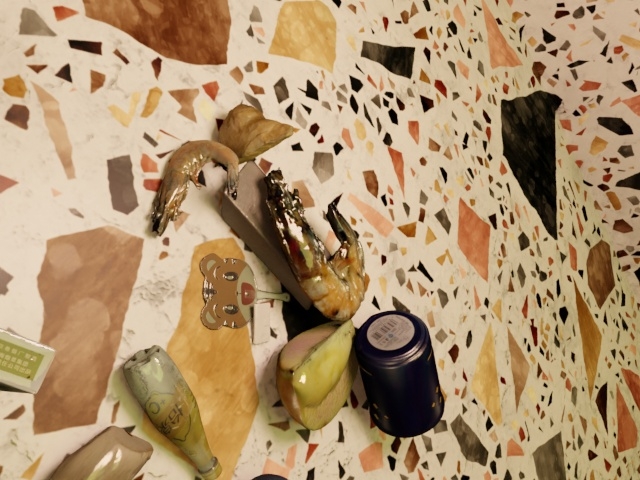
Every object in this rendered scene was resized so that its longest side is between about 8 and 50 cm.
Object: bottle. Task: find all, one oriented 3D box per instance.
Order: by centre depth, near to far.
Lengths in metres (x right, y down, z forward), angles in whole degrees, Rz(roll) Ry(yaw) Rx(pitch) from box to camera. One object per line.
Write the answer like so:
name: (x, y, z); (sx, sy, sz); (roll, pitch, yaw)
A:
bottle: (-0.248, 0.309, 1.000); (0.083, 0.083, 0.269); (-39, 113, -42)

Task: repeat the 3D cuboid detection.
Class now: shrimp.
shrimp: (-0.233, -0.093, 1.086); (0.046, 0.152, 0.219); (84, 25, -65)
shrimp: (0.000, 0.000, 1.224); (0.233, 0.071, 0.364); (-43, 111, -49)

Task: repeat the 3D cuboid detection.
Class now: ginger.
ginger: (-0.131, -0.226, 1.160); (0.115, 0.193, 0.122); (-11, 89, -51)

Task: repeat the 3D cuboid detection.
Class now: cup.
cup: (0.153, 0.278, 1.322); (0.178, 0.255, 0.256); (-32, 128, -20)

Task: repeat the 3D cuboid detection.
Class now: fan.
fan: (-0.151, 0.109, 1.191); (0.227, 0.008, 0.152); (9, 74, -42)

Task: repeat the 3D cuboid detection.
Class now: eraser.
eraser: (-0.086, -0.004, 1.236); (0.352, 0.077, 0.111); (51, 53, -24)

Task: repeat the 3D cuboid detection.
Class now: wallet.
wallet: (-0.122, 0.171, 1.193); (0.044, 0.011, 0.083); (-1, 92, -48)

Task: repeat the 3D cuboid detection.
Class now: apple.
apple: (-0.013, 0.287, 1.207); (0.265, 0.120, 0.193); (-32, 120, -55)

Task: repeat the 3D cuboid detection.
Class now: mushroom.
mushroom: (-0.361, 0.375, 0.865); (0.096, 0.108, 0.247); (31, 47, 12)

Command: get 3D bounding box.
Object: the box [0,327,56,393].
box: (-0.495, 0.129, 0.748); (0.243, 0.155, 0.067); (35, 56, -35)

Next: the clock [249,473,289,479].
clock: (-0.071, 0.548, 1.070); (0.243, 0.147, 0.199); (55, 33, -24)
